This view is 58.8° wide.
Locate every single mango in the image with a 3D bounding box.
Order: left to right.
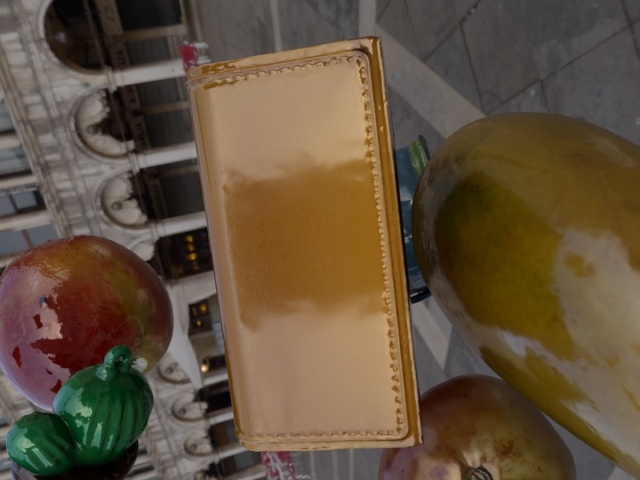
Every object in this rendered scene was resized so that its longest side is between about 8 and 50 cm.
[{"bbox_3d":[0.234,0.039,0.520,0.300,0.232,0.445,58,-175,-30],"label":"mango"}]

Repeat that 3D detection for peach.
[{"bbox_3d":[-0.520,0.168,1.230,0.388,0.389,0.387,167,90,-78],"label":"peach"}]

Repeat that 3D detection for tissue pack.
[{"bbox_3d":[0.000,0.000,0.470,0.194,0.146,0.274,-34,-62,-78],"label":"tissue pack"}]

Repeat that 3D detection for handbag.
[{"bbox_3d":[0.096,-0.007,0.912,0.263,0.241,0.222,41,-149,-61],"label":"handbag"}]

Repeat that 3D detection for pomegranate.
[{"bbox_3d":[0.202,0.306,0.754,0.229,0.252,0.270,33,177,17],"label":"pomegranate"}]

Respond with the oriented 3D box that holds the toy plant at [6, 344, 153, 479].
[{"bbox_3d":[-0.238,0.192,0.558,0.105,0.143,0.200,27,109,32],"label":"toy plant"}]
